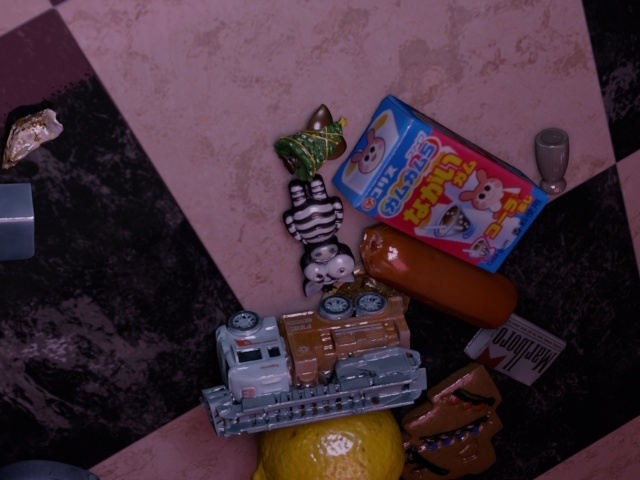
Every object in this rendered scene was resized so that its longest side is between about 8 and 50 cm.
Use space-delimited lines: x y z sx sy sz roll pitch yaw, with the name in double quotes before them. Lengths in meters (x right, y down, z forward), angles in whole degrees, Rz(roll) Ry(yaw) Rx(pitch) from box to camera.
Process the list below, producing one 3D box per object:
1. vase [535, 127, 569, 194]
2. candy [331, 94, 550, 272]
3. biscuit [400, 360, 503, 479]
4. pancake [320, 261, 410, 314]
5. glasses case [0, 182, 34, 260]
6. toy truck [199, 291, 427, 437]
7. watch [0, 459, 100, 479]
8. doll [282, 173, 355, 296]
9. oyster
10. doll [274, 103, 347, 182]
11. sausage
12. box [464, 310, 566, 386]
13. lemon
"vase" 0.373 -0.125 1.375 0.053 0.053 0.100 -22 130 -9
"candy" 0.186 -0.079 1.296 0.306 0.100 0.157 24 108 -31
"biscuit" 0.245 0.358 1.621 0.278 0.043 0.301 2 118 -24
"pancake" 0.074 0.103 1.402 0.158 0.028 0.158 -9 120 -15
"glasses case" -0.500 -0.011 1.074 0.266 0.056 0.105 -4 120 -21
"toy truck" -0.019 0.198 1.309 0.338 0.184 0.133 -9 125 -8
"watch" -0.461 0.429 1.355 0.193 0.068 0.206 -47 129 5
"doll" 0.000 0.000 1.285 0.091 0.067 0.219 -17 127 -4
"oyster" -0.369 -0.130 1.071 0.093 0.034 0.051 -35 144 -13
"doll" -0.001 -0.134 1.196 0.113 0.076 0.078 -32 118 -3
"sausage" 0.205 0.065 1.390 0.348 0.094 0.097 24 86 -32
"box" 0.363 0.197 1.578 0.177 0.036 0.115 27 107 -34
"lemon" 0.011 0.351 1.408 0.253 0.228 0.228 -33 127 2
